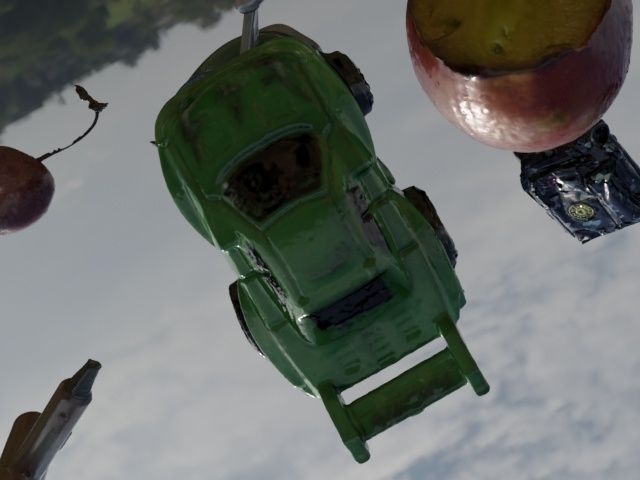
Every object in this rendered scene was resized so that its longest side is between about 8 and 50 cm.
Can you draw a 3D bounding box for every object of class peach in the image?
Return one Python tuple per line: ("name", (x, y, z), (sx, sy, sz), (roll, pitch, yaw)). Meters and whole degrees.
("peach", (0.221, -0.237, 1.471), (0.281, 0.281, 0.338), (-24, -178, 19))

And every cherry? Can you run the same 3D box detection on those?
("cherry", (-0.359, -0.099, 1.586), (0.225, 0.107, 0.090), (-59, 170, -13))

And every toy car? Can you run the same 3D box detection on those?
("toy car", (0.000, 0.000, 1.184), (0.213, 0.359, 0.176), (-28, -166, 5))

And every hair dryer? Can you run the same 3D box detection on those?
("hair dryer", (-0.272, 0.179, 1.297), (0.220, 0.053, 0.195), (-60, -167, 21))

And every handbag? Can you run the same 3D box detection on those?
("handbag", (0.413, -0.089, 1.991), (0.162, 0.260, 0.113), (-21, -125, 24))

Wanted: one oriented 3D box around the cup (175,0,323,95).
("cup", (-0.061, -0.155, 1.422), (0.167, 0.300, 0.173), (7, -147, 12))
